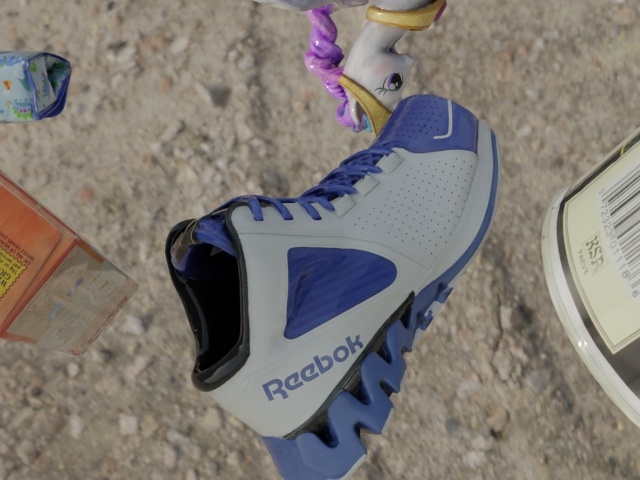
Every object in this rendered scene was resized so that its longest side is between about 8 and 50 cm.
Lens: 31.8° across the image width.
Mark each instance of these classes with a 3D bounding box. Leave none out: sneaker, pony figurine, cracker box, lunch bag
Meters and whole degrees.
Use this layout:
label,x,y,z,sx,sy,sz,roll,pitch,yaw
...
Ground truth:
label,x,y,z,sx,sy,sz,roll,pitch,yaw
sneaker,-0.001,0.001,0.803,0.127,0.182,0.315,-12,46,56
pony figurine,0.028,-0.316,1.259,0.351,0.303,0.363,29,103,1
cracker box,-0.195,-0.008,0.637,0.156,0.232,0.067,37,83,4
lunch bag,-0.397,-0.199,1.425,0.129,0.096,0.151,-2,22,6

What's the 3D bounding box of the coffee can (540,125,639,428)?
label,x,y,z,sx,sy,sz,roll,pitch,yaw
coffee can,0.275,-0.028,0.555,0.275,0.202,0.201,-46,40,42
